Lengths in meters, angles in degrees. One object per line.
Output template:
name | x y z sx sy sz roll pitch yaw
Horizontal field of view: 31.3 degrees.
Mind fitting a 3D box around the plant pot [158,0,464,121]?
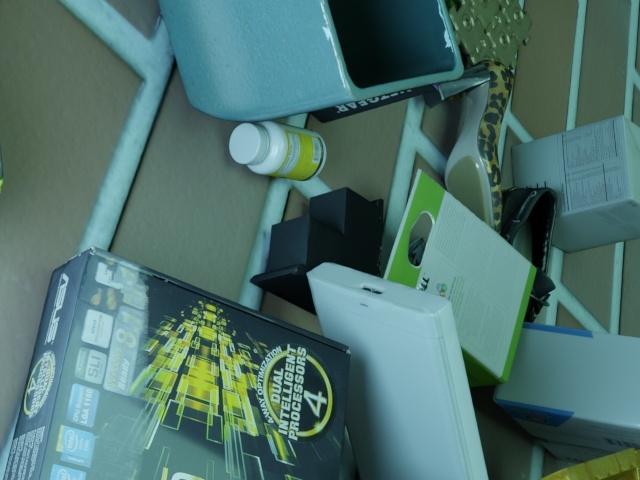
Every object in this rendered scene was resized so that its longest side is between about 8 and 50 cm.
plant pot | -0.032 -0.252 1.268 0.248 0.252 0.247 -21 95 -53

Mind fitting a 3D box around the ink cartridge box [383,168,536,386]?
ink cartridge box | 0.161 0.054 1.528 0.255 0.097 0.188 38 57 -29

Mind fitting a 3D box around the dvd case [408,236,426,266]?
dvd case | 0.141 0.065 1.588 0.087 0.013 0.119 -36 107 -51

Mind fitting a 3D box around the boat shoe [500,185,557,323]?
boat shoe | 0.300 0.055 1.716 0.127 0.113 0.340 48 45 -33

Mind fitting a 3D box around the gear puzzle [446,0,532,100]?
gear puzzle | 0.249 -0.325 1.845 0.175 0.044 0.339 58 43 -25

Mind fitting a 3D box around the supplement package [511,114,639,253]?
supplement package | 0.456 -0.088 1.893 0.194 0.203 0.149 22 61 -48

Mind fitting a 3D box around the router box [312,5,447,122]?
router box | 0.071 -0.234 1.458 0.046 0.179 0.133 37 51 -43

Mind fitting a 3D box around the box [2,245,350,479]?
box | -0.133 0.242 1.057 0.318 0.097 0.395 24 59 -29

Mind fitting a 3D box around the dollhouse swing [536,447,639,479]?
dollhouse swing | 0.292 0.474 1.440 0.347 0.315 0.305 4 57 -53

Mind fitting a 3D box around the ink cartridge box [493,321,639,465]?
ink cartridge box | 0.414 0.239 1.652 0.307 0.223 0.129 43 59 -52

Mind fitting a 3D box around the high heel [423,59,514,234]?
high heel | 0.266 -0.142 1.725 0.186 0.093 0.261 -22 95 -38

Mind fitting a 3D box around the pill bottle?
pill bottle | -0.052 -0.108 1.351 0.116 0.065 0.065 8 73 -52

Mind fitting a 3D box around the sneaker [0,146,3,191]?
sneaker | -0.367 -0.184 0.900 0.147 0.145 0.384 -18 91 -54

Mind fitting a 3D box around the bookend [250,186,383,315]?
bookend | 0.000 0.000 1.376 0.157 0.072 0.156 29 56 -44

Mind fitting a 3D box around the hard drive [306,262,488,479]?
hard drive | 0.092 0.185 1.272 0.040 0.203 0.307 -29 118 -31
